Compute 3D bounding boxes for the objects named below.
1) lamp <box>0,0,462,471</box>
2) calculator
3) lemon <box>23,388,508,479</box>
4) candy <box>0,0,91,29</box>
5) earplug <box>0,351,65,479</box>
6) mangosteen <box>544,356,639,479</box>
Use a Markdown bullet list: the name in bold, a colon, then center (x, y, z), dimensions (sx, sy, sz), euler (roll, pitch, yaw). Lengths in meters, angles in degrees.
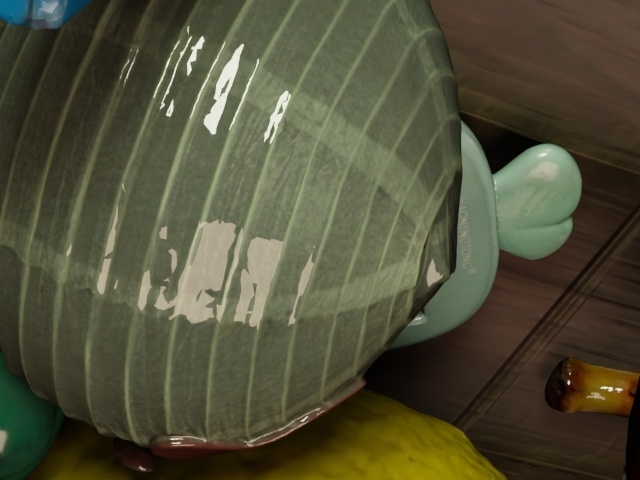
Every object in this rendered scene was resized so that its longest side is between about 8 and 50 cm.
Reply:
- **lamp**: center (-0.046, -0.028, 0.731), dimensions (0.233, 0.233, 0.265), euler (32, 79, -37)
- **calculator**: center (0.000, 0.000, 0.919), dimensions (0.295, 0.042, 0.184), euler (-11, 135, -1)
- **lemon**: center (-0.030, 0.233, 0.897), dimensions (0.350, 0.387, 0.350), euler (-31, 176, -2)
- **candy**: center (-0.040, -0.209, 0.520), dimensions (0.100, 0.306, 0.157), euler (25, 132, 11)
- **earplug**: center (-0.248, 0.091, 0.851), dimensions (0.164, 0.280, 0.257), euler (18, 87, -49)
- **mangosteen**: center (0.261, 0.115, 1.004), dimensions (0.261, 0.235, 0.235), euler (14, 149, 35)
